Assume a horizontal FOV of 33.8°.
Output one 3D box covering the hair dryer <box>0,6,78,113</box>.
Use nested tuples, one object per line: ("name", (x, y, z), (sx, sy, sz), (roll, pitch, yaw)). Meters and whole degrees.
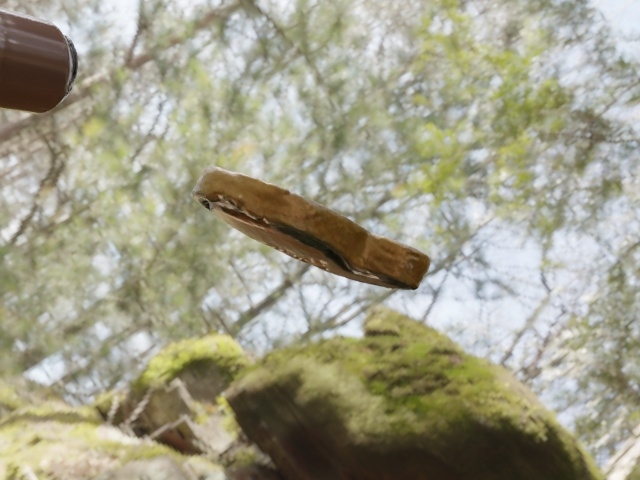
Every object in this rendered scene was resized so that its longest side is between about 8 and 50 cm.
("hair dryer", (-0.248, -0.147, 0.677), (0.181, 0.117, 0.064), (40, -70, 29))

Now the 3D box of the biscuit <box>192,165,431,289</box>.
("biscuit", (-0.001, 0.002, 1.280), (0.287, 0.057, 0.344), (20, -5, 22))
